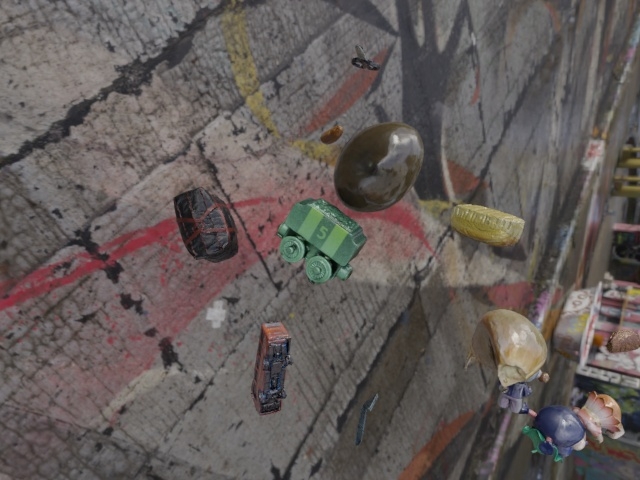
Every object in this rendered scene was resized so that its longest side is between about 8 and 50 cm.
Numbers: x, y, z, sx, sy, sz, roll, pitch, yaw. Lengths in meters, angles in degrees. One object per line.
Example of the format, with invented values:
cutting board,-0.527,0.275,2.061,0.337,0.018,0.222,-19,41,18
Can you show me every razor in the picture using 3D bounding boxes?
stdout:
razor,0.122,0.518,1.417,0.066,0.033,0.190,-42,149,-54

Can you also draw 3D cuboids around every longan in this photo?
longan,0.191,-0.246,1.666,0.288,0.350,0.288,29,35,-23

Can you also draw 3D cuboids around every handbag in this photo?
handbag,-0.336,-0.042,1.461,0.169,0.155,0.215,11,57,-82

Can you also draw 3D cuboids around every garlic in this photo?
garlic,0.413,0.243,1.127,0.164,0.145,0.245,-56,178,-8

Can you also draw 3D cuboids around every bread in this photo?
bread,0.551,-0.049,1.655,0.139,0.236,0.106,-2,108,-37

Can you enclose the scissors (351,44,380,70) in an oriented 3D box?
scissors,0.144,-0.632,1.707,0.300,0.109,0.022,-22,125,-77

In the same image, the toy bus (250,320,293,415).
toy bus,-0.121,0.311,1.192,0.073,0.096,0.235,-1,120,-24

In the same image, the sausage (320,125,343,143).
sausage,0.046,-0.406,1.911,0.062,0.183,0.054,-30,99,-19

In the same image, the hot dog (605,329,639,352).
hot dog,0.743,0.251,1.217,0.035,0.083,0.058,-103,-173,-64

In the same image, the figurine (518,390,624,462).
figurine,0.493,0.359,0.977,0.194,0.111,0.102,-22,117,-7

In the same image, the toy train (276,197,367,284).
toy train,0.000,0.000,1.671,0.238,0.299,0.167,-59,170,22

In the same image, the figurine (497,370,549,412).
figurine,0.689,0.487,1.775,0.133,0.194,0.274,-22,144,-47
